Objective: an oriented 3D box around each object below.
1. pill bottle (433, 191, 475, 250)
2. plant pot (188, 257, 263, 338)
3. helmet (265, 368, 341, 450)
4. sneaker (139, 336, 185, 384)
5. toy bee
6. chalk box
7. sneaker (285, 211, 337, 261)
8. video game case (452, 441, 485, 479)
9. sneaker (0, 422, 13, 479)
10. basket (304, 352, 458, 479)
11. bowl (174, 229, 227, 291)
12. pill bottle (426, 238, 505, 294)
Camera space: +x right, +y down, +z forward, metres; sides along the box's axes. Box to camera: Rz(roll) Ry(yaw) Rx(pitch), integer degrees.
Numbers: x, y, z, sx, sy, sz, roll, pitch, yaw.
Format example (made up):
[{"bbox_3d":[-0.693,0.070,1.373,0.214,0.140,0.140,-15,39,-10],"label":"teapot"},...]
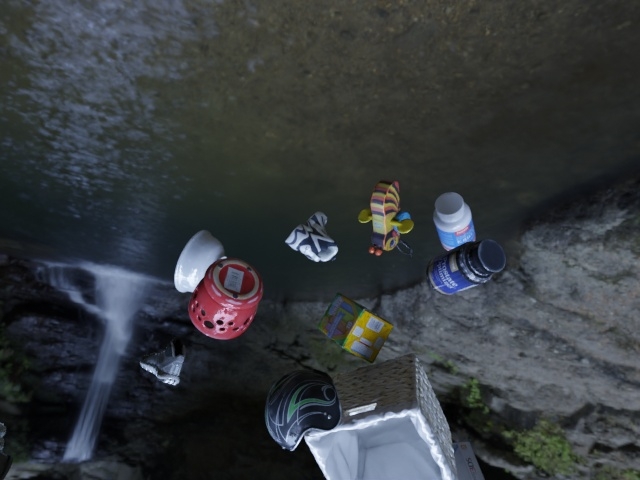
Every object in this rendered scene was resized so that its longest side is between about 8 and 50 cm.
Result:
[{"bbox_3d":[0.449,-0.062,1.626,0.124,0.124,0.221,1,151,26],"label":"pill bottle"},{"bbox_3d":[-0.260,0.159,1.370,0.191,0.191,0.174,15,135,-23],"label":"plant pot"},{"bbox_3d":[-0.048,0.386,1.109,0.162,0.169,0.169,-5,170,-18],"label":"helmet"},{"bbox_3d":[-0.494,0.371,1.554,0.229,0.132,0.086,8,162,48],"label":"sneaker"},{"bbox_3d":[0.216,-0.034,1.532,0.195,0.162,0.298,-7,120,54],"label":"toy bee"},{"bbox_3d":[0.092,0.254,1.466,0.132,0.132,0.213,32,176,-28],"label":"chalk box"},{"bbox_3d":[0.000,0.000,1.564,0.153,0.094,0.235,43,-157,4],"label":"sneaker"},{"bbox_3d":[0.372,0.795,1.593,0.329,0.036,0.300,-7,-162,2],"label":"video game case"},{"bbox_3d":[-0.734,0.445,0.981,0.330,0.122,0.146,5,146,51],"label":"sneaker"},{"bbox_3d":[0.185,0.548,1.353,0.328,0.331,0.266,-21,-166,19],"label":"basket"},{"bbox_3d":[-0.503,0.113,2.127,0.134,0.297,0.298,21,168,12],"label":"bowl"},{"bbox_3d":[0.408,0.073,1.360,0.123,0.122,0.219,14,156,-19],"label":"pill bottle"}]
